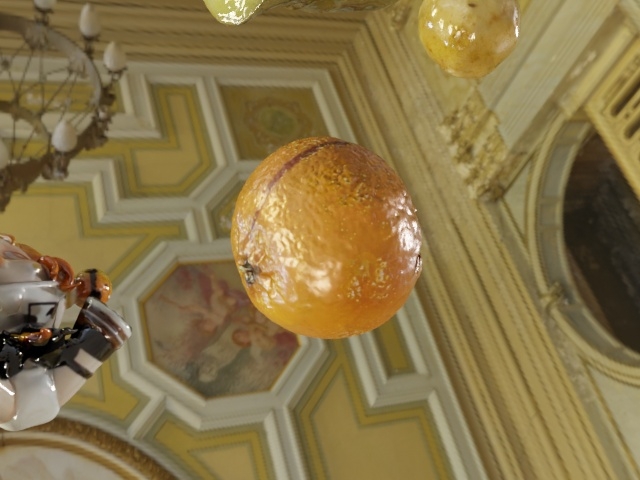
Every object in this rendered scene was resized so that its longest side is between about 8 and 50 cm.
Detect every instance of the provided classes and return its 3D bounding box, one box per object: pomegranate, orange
[{"bbox_3d":[0.262,-0.390,1.366,0.196,0.196,0.196,11,-129,-14],"label":"pomegranate"},{"bbox_3d":[0.000,0.000,0.732,0.161,0.193,0.193,-18,-118,-39],"label":"orange"}]

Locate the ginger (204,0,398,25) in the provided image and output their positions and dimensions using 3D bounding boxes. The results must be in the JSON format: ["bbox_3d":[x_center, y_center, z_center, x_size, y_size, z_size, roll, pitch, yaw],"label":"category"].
[{"bbox_3d":[0.023,-0.226,0.584,0.116,0.109,0.263,15,-148,42],"label":"ginger"}]

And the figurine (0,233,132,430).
[{"bbox_3d":[-0.433,0.101,1.004,0.320,0.196,0.323,-6,-152,-42],"label":"figurine"}]
